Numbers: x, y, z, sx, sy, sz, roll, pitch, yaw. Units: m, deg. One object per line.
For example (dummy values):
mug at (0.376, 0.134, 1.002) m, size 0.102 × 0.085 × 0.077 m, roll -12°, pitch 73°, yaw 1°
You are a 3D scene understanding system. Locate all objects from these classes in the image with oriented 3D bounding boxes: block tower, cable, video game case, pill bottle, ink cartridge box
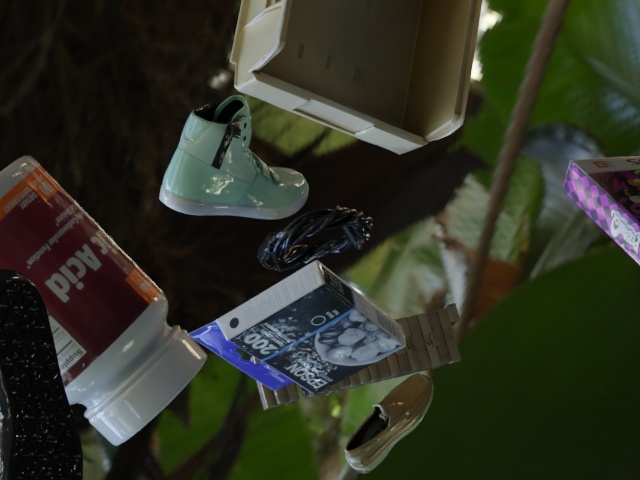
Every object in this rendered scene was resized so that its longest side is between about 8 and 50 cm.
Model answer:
block tower at (0.063, 0.188, 2.394) m, size 0.335 × 0.097 × 0.091 m, roll -15°, pitch 172°, yaw -9°
cable at (0.000, 0.000, 2.002) m, size 0.150 × 0.184 × 0.047 m, roll -5°, pitch -107°, yaw -19°
video game case at (0.372, -0.013, 1.385) m, size 0.210 × 0.042 × 0.232 m, roll -4°, pitch -149°, yaw -21°
pill bottle at (-0.362, 0.090, 2.128) m, size 0.392 × 0.224 × 0.224 m, roll 46°, pitch -155°, yaw -7°
ink cartridge box at (-0.029, 0.129, 1.921) m, size 0.206 × 0.208 × 0.045 m, roll 38°, pitch -150°, yaw -47°

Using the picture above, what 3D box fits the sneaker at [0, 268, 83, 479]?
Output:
sneaker at (-0.254, 0.133, 1.180) m, size 0.097 × 0.235 × 0.084 m, roll -7°, pitch 179°, yaw 37°

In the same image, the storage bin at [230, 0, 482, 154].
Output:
storage bin at (0.047, -0.269, 1.768) m, size 0.262 × 0.123 × 0.260 m, roll 19°, pitch -109°, yaw -29°

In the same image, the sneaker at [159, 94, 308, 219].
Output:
sneaker at (-0.089, -0.112, 1.973) m, size 0.094 × 0.151 × 0.256 m, roll 33°, pitch -158°, yaw 34°

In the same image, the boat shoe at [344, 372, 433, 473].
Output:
boat shoe at (0.107, 0.274, 2.324) m, size 0.068 × 0.190 × 0.072 m, roll 22°, pitch 153°, yaw 38°
